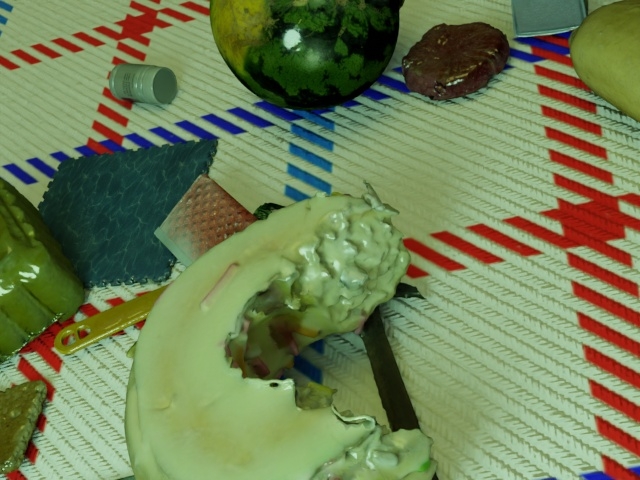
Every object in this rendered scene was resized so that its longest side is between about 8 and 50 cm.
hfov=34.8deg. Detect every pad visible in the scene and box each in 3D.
[{"bbox_3d":[-0.286,-0.035,1.389,0.269,0.012,0.269,-7,46,20],"label":"pad"}]

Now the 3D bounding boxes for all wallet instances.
[{"bbox_3d":[-0.118,0.004,1.215,0.103,0.020,0.196,-51,50,2],"label":"wallet"}]

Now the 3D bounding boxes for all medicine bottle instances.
[{"bbox_3d":[-0.269,-0.237,1.546,0.091,0.058,0.058,11,53,33],"label":"medicine bottle"}]

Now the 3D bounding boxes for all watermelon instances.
[{"bbox_3d":[-0.019,-0.301,1.349,0.269,0.269,0.269,-14,43,13],"label":"watermelon"}]

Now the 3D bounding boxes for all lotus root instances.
[{"bbox_3d":[0.389,-0.192,1.131,0.146,0.131,0.303,-36,43,-9],"label":"lotus root"}]

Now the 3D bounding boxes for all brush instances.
[{"bbox_3d":[-0.195,0.071,1.227,0.272,0.013,0.103,-25,47,-1],"label":"brush"}]

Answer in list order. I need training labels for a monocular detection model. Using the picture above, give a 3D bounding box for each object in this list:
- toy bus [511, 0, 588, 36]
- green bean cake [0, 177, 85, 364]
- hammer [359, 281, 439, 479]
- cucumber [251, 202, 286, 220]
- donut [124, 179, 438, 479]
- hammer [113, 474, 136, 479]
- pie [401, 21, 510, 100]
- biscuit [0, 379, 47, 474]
[{"bbox_3d":[0.268,-0.429,1.280,0.109,0.329,0.136,-3,37,22],"label":"toy bus"},{"bbox_3d":[-0.447,0.049,1.286,0.236,0.124,0.233,-39,48,-7],"label":"green bean cake"},{"bbox_3d":[0.072,0.150,1.020,0.125,0.027,0.297,-24,42,8],"label":"hammer"},{"bbox_3d":[0.001,-0.001,1.181,0.187,0.058,0.058,18,58,41],"label":"cucumber"},{"bbox_3d":[-0.040,0.135,0.976,0.307,0.150,0.371,-21,43,16],"label":"donut"},{"bbox_3d":[-0.273,0.277,1.055,0.288,0.033,0.111,-15,44,11],"label":"hammer"},{"bbox_3d":[0.176,-0.241,1.351,0.153,0.038,0.153,-15,42,14],"label":"pie"},{"bbox_3d":[-0.429,0.230,1.175,0.231,0.025,0.131,-12,37,16],"label":"biscuit"}]
